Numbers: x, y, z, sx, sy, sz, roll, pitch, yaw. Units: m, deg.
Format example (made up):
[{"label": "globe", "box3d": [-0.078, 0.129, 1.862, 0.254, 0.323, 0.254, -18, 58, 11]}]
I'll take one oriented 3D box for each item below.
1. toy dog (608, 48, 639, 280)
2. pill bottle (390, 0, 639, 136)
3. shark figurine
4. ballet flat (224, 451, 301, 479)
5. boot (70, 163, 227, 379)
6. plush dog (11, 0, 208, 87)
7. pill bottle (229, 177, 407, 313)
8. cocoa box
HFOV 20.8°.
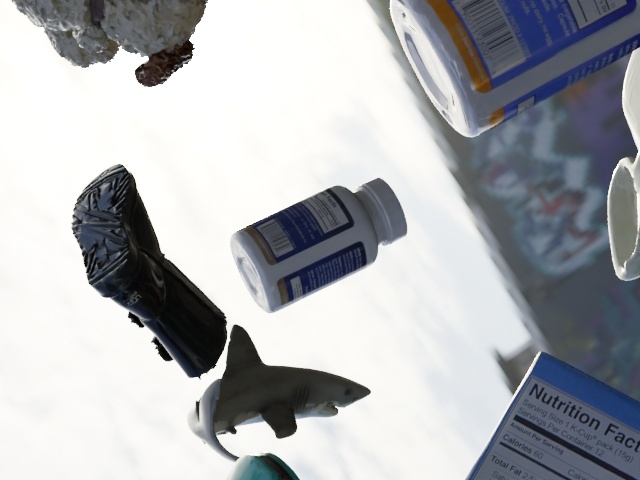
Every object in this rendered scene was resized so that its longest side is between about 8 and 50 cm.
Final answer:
[{"label": "toy dog", "box3d": [0.513, -0.081, 1.750, 0.408, 0.284, 0.395, 14, -162, -3]}, {"label": "pill bottle", "box3d": [0.213, -0.219, 1.561, 0.152, 0.272, 0.152, 60, 174, 10]}, {"label": "shark figurine", "box3d": [-0.084, 0.145, 1.752, 0.278, 0.166, 0.116, -10, -81, -61]}, {"label": "ballet flat", "box3d": [-0.055, 0.212, 1.113, 0.083, 0.087, 0.247, 52, 161, 18]}, {"label": "boot", "box3d": [-0.210, 0.042, 2.173, 0.207, 0.094, 0.246, 48, -165, -35]}, {"label": "plush dog", "box3d": [-0.228, -0.289, 1.914, 0.225, 0.262, 0.210, 15, -158, 19]}, {"label": "pill bottle", "box3d": [0.000, 0.000, 1.272, 0.067, 0.120, 0.067, 56, 163, 28]}, {"label": "cocoa box", "box3d": [0.217, 0.262, 1.281, 0.231, 0.228, 0.347, 28, 170, 18]}]
